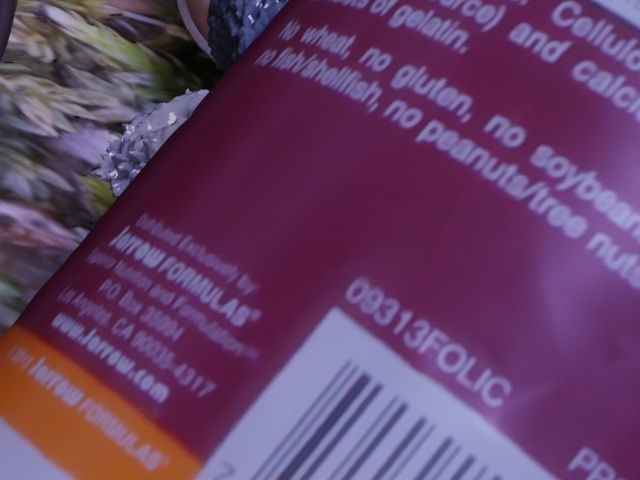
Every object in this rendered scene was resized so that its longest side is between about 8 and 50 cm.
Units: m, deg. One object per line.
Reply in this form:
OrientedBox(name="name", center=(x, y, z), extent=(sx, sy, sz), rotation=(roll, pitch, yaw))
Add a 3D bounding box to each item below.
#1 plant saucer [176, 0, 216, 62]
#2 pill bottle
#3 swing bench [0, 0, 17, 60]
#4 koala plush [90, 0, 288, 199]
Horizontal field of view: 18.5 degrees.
OrientedBox(name="plant saucer", center=(0.084, -0.149, 0.938), extent=(0.311, 0.050, 0.310), rotation=(-12, 40, 10))
OrientedBox(name="pill bottle", center=(0.093, -0.017, 0.547), extent=(0.224, 0.392, 0.224), rotation=(39, -10, 8))
OrientedBox(name="swing bench", center=(-0.230, -0.033, 0.487), extent=(0.253, 0.254, 0.165), rotation=(25, 26, -4))
OrientedBox(name="koala plush", center=(0.000, 0.000, 0.765), extent=(0.196, 0.203, 0.221), rotation=(28, 4, -17))
